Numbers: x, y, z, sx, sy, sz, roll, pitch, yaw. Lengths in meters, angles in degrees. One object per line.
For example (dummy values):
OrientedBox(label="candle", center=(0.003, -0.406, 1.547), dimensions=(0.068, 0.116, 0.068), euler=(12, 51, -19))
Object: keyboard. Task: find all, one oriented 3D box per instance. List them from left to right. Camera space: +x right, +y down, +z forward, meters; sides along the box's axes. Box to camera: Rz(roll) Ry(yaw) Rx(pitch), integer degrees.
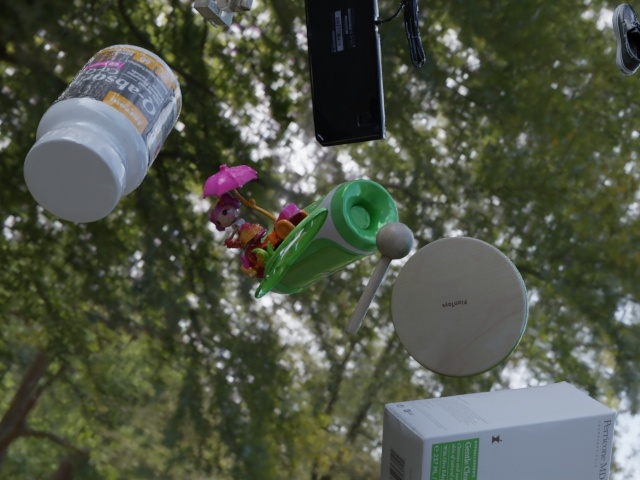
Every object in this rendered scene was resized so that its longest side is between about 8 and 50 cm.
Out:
OrientedBox(label="keyboard", center=(0.065, -0.297, 1.311), dimensions=(0.202, 0.317, 0.033), euler=(-4, 1, 37))

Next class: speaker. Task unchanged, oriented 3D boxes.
OrientedBox(label="speaker", center=(0.000, 0.000, 1.572), dimensions=(0.131, 0.131, 0.296), euler=(38, -34, -16))

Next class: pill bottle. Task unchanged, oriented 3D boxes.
OrientedBox(label="pill bottle", center=(-0.308, -0.155, 1.347), dimensions=(0.162, 0.278, 0.162), euler=(4, -55, 6))

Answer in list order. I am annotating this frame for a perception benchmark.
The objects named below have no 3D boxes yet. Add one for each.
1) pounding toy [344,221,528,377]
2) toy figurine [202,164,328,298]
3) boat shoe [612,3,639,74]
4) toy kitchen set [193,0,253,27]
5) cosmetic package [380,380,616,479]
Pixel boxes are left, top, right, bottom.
OrientedBox(label="pounding toy", center=(0.176, 0.083, 1.275), dimensions=(0.237, 0.182, 0.110), euler=(18, 2, 27))
OrientedBox(label="toy figurine", center=(-0.100, -0.029, 1.318), dimensions=(0.159, 0.130, 0.173), euler=(40, -56, 10))
OrientedBox(label="boat shoe", center=(0.527, -0.346, 1.595), dimensions=(0.049, 0.142, 0.040), euler=(14, -26, -19))
OrientedBox(label="toy kitchen set", center=(-0.168, -0.432, 1.671), dimensions=(0.068, 0.083, 0.075), euler=(4, -15, 30))
OrientedBox(label="cosmetic package", center=(0.293, 0.365, 1.575), dimensions=(0.366, 0.196, 0.155), euler=(-4, 13, -20))
